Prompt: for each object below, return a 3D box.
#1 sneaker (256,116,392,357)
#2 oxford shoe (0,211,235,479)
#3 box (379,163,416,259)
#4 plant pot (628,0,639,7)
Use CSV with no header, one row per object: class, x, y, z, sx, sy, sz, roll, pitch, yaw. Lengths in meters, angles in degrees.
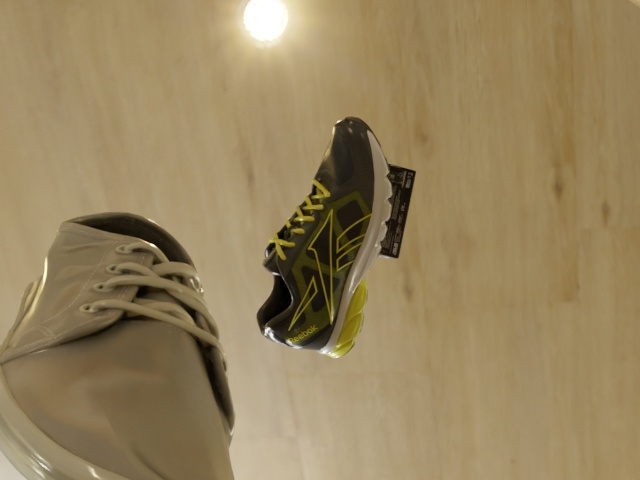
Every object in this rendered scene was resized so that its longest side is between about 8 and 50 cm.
sneaker,0.000,0.000,0.419,0.035,0.031,0.083,3,-76,-21
oxford shoe,-0.132,0.073,0.865,0.169,0.449,0.130,31,-84,-18
box,0.046,-0.030,1.144,0.067,0.018,0.083,13,-97,-15
plant pot,0.263,-0.266,0.920,0.237,0.237,0.254,-42,-101,27
